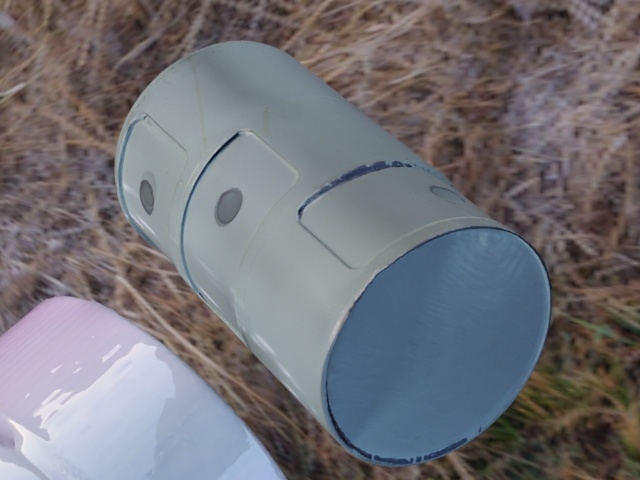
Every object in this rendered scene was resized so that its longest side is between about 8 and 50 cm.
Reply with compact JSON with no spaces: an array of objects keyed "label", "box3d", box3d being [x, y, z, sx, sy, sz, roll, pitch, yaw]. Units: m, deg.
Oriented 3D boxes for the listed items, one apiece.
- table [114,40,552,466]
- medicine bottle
[{"label":"table","box3d":[0.000,0.000,0.903,0.126,0.220,0.126,-17,126,-25]},{"label":"medicine bottle","box3d":[-0.183,0.209,0.948,0.325,0.256,0.256,-43,101,-26]}]
